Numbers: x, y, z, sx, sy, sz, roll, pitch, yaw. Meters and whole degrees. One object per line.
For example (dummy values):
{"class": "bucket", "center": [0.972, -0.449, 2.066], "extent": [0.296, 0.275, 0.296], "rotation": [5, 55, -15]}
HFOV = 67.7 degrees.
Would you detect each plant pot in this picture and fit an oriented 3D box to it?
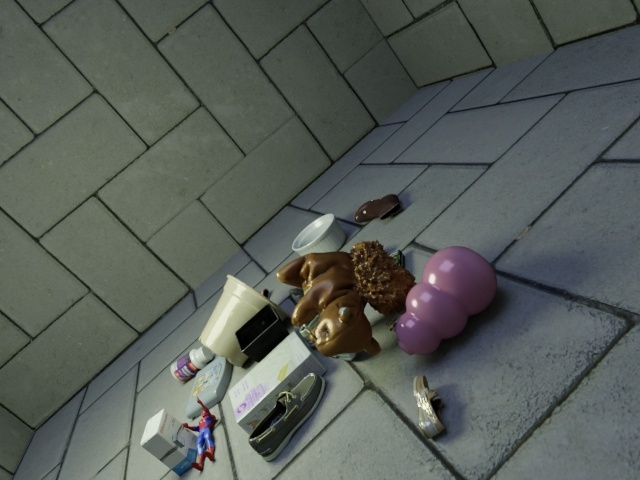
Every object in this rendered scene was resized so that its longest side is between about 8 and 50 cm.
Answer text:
{"class": "plant pot", "center": [-0.205, 0.392, 1.900], "extent": [0.188, 0.167, 0.187], "rotation": [-42, 22, -5]}
{"class": "plant pot", "center": [-0.353, 0.368, 2.090], "extent": [0.305, 0.334, 0.334], "rotation": [-57, 22, -13]}

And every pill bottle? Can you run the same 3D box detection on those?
{"class": "pill bottle", "center": [-0.625, 0.599, 2.334], "extent": [0.194, 0.108, 0.108], "rotation": [-36, 19, 12]}

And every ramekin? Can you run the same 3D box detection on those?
{"class": "ramekin", "center": [0.000, 0.000, 2.476], "extent": [0.277, 0.135, 0.277], "rotation": [-36, 18, 14]}

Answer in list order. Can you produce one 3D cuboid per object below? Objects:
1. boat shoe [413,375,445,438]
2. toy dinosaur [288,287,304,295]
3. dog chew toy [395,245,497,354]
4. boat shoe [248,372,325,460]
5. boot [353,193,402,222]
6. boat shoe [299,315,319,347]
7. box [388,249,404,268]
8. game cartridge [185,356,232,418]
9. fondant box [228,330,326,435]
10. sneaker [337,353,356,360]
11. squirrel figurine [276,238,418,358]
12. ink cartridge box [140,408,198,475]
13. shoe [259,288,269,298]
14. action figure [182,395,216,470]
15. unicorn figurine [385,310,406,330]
{"class": "boat shoe", "center": [0.268, 0.395, 1.158], "extent": [0.059, 0.063, 0.170], "rotation": [-30, 30, 21]}
{"class": "toy dinosaur", "center": [-0.031, 0.171, 2.265], "extent": [0.268, 0.064, 0.118], "rotation": [-36, 25, 5]}
{"class": "dog chew toy", "center": [0.336, 0.177, 1.330], "extent": [0.331, 0.207, 0.207], "rotation": [-50, 19, -6]}
{"class": "boat shoe", "center": [-0.102, 0.533, 1.496], "extent": [0.305, 0.091, 0.109], "rotation": [-49, 21, -25]}
{"class": "boot", "center": [0.276, -0.142, 2.340], "extent": [0.248, 0.090, 0.207], "rotation": [-32, 17, 11]}
{"class": "boat shoe", "center": [0.010, 0.281, 1.864], "extent": [0.109, 0.094, 0.302], "rotation": [-27, 22, 33]}
{"class": "box", "center": [0.236, 0.135, 1.849], "extent": [0.191, 0.045, 0.184], "rotation": [-31, 23, 23]}
{"class": "game cartridge", "center": [-0.478, 0.622, 2.087], "extent": [0.198, 0.062, 0.297], "rotation": [-40, 18, 11]}
{"class": "fondant box", "center": [-0.159, 0.498, 1.685], "extent": [0.330, 0.096, 0.238], "rotation": [-43, 18, -7]}
{"class": "sneaker", "center": [0.055, 0.339, 1.639], "extent": [0.091, 0.094, 0.258], "rotation": [-50, 20, -16]}
{"class": "squirrel figurine", "center": [0.098, 0.174, 1.457], "extent": [0.397, 0.281, 0.370], "rotation": [-31, 21, 2]}
{"class": "ink cartridge box", "center": [-0.542, 0.730, 1.733], "extent": [0.082, 0.190, 0.139], "rotation": [-38, 19, 6]}
{"class": "shoe", "center": [-0.322, 0.316, 2.476], "extent": [0.081, 0.063, 0.178], "rotation": [-36, 14, 27]}
{"class": "action figure", "center": [-0.449, 0.689, 1.750], "extent": [0.091, 0.139, 0.280], "rotation": [-38, 16, 0]}
{"class": "unicorn figurine", "center": [0.263, 0.244, 1.536], "extent": [0.111, 0.060, 0.162], "rotation": [-41, 33, -19]}
